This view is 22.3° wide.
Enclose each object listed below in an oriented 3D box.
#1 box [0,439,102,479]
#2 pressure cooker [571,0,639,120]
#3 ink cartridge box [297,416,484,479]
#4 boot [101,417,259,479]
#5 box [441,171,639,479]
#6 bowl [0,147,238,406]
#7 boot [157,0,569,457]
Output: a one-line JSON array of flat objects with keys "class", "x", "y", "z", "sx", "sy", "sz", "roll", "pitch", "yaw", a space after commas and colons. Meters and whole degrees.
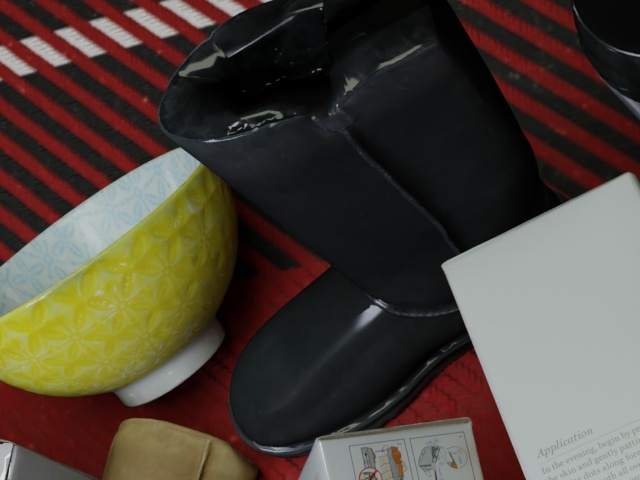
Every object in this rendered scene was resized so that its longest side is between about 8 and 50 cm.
[{"class": "box", "x": -0.332, "y": 0.250, "z": 1.443, "sx": 0.262, "sy": 0.231, "sz": 0.126, "roll": 2, "pitch": 72, "yaw": 22}, {"class": "pressure cooker", "x": 0.427, "y": -0.136, "z": 1.185, "sx": 0.370, "sy": 0.420, "sz": 0.375, "roll": -14, "pitch": 46, "yaw": 44}, {"class": "ink cartridge box", "x": 0.063, "y": 0.333, "z": 1.281, "sx": 0.130, "sy": 0.272, "sz": 0.309, "roll": -6, "pitch": 66, "yaw": -13}, {"class": "boot", "x": -0.096, "y": 0.306, "z": 1.395, "sx": 0.236, "sy": 0.089, "sz": 0.269, "roll": 20, "pitch": 57, "yaw": -9}, {"class": "box", "x": 0.253, "y": 0.160, "z": 1.237, "sx": 0.168, "sy": 0.215, "sz": 0.345, "roll": -26, "pitch": 60, "yaw": 13}, {"class": "bowl", "x": -0.176, "y": 0.056, "z": 1.473, "sx": 0.289, "sy": 0.289, "sz": 0.156, "roll": -33, "pitch": 104, "yaw": 8}, {"class": "boot", "x": 0.002, "y": -0.001, "z": 1.274, "sx": 0.367, "sy": 0.445, "sz": 0.146, "roll": -35, "pitch": 62, "yaw": 7}]
